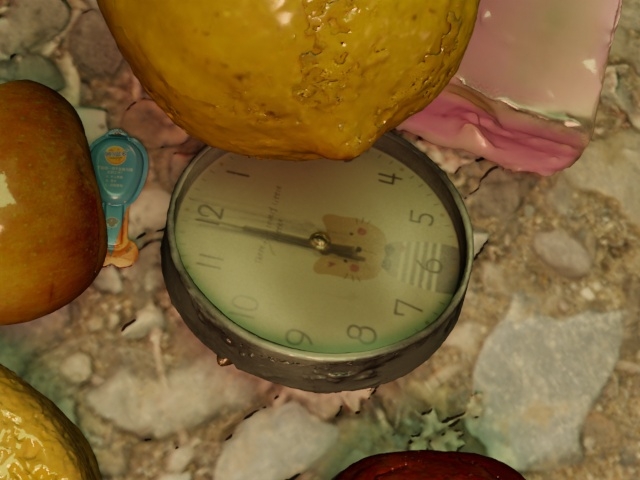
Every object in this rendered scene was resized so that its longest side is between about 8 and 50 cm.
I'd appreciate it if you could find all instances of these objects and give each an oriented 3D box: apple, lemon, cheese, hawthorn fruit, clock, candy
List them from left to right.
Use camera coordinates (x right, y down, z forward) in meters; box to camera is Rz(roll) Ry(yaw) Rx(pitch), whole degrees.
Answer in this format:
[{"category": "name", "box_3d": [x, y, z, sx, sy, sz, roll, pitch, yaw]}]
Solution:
[{"category": "apple", "box_3d": [-0.219, -0.025, 0.655, 0.147, 0.146, 0.163, -10, 75, -12]}, {"category": "cheese", "box_3d": [-0.152, -0.033, 0.741, 0.047, 0.017, 0.111, 2, 69, -9]}, {"category": "lemon", "box_3d": [-0.029, -0.195, 0.665, 0.258, 0.258, 0.310, -13, 61, -18]}, {"category": "clock", "box_3d": [0.000, 0.000, 0.715, 0.226, 0.049, 0.226, 5, 53, -7]}, {"category": "hawthorn fruit", "box_3d": [0.084, 0.199, 0.631, 0.172, 0.148, 0.148, -22, 72, 20]}, {"category": "candy", "box_3d": [0.163, -0.198, 0.824, 0.155, 0.116, 0.265, 18, 67, -7]}]

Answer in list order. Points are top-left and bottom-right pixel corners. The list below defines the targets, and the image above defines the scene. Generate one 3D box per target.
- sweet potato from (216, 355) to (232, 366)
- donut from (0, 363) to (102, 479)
[{"category": "sweet potato", "box_3d": [-0.022, 0.038, 0.735, 0.041, 0.038, 0.153, 42, 64, -5]}, {"category": "donut", "box_3d": [-0.271, 0.178, 0.585, 0.303, 0.110, 0.303, 5, 69, -13]}]
